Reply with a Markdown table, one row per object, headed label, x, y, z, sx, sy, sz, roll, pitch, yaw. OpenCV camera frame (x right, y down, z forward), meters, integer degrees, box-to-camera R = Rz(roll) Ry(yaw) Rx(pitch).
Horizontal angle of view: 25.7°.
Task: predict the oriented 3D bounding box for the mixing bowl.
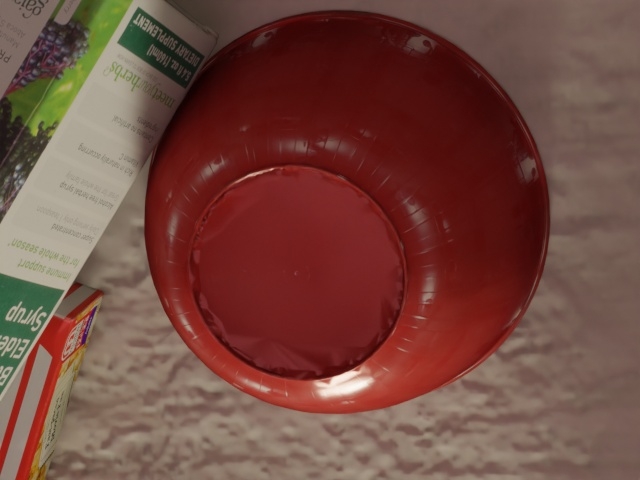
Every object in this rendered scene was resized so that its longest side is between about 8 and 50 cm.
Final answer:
| label | x | y | z | sx | sy | sz | roll | pitch | yaw |
| --- | --- | --- | --- | --- | --- | --- | --- | --- | --- |
| mixing bowl | 0.000 | 0.000 | 0.577 | 0.181 | 0.098 | 0.181 | 3 | 105 | 12 |

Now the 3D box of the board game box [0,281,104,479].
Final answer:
| label | x | y | z | sx | sy | sz | roll | pitch | yaw |
| --- | --- | --- | --- | --- | --- | --- | --- | --- | --- |
| board game box | -0.202 | 0.089 | 0.672 | 0.147 | 0.045 | 0.193 | 21 | 108 | 6 |

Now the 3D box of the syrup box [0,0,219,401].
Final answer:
| label | x | y | z | sx | sy | sz | roll | pitch | yaw |
| --- | --- | --- | --- | --- | --- | --- | --- | --- | --- |
| syrup box | -0.151 | -0.013 | 0.562 | 0.096 | 0.093 | 0.237 | 31 | 90 | 22 |
